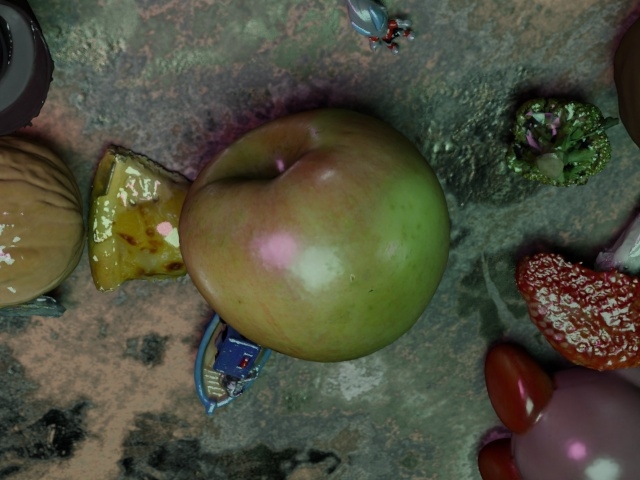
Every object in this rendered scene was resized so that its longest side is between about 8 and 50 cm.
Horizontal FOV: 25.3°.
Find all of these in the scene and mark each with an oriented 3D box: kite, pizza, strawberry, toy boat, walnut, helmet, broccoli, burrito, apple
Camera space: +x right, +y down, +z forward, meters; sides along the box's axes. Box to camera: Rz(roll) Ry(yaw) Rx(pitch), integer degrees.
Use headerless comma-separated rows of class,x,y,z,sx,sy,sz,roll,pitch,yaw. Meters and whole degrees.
kite,-0.452,0.075,1.852,0.245,0.015,0.141,8,161,-4
pizza,-0.210,-0.025,1.813,0.188,0.080,0.204,-6,123,-3
strawberry,0.369,0.114,1.924,0.236,0.107,0.175,10,149,3
toy boat,-0.112,0.148,1.929,0.100,0.097,0.223,18,119,-14
walnut,-0.413,-0.022,1.719,0.261,0.225,0.225,4,123,-11
helmet,-0.437,-0.257,1.573,0.305,0.177,0.225,31,121,-32
broccoli,0.298,-0.120,1.780,0.131,0.120,0.130,27,127,6
burrito,0.443,-0.019,1.902,0.064,0.064,0.203,30,115,-23
apple,0.000,0.000,1.716,0.319,0.319,0.277,-21,121,8

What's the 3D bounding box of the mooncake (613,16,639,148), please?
mooncake,0.589,-0.213,1.670,0.467,0.262,0.467,-4,124,-6

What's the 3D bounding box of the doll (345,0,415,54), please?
doll,0.062,-0.263,1.707,0.114,0.039,0.057,33,157,-34

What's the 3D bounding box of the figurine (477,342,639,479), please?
figurine,0.368,0.297,2.013,0.261,0.211,0.270,-2,125,-5
